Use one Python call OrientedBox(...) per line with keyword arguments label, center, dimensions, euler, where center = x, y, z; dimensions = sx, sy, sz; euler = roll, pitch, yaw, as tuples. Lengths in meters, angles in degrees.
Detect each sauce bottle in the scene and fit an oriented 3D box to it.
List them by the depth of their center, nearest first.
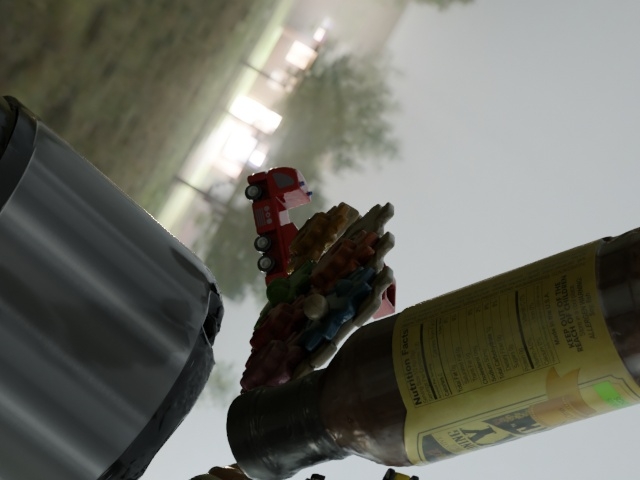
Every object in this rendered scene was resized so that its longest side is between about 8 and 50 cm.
OrientedBox(label="sauce bottle", center=(0.090, 0.091, 1.016), dimensions=(0.344, 0.111, 0.111), euler=(-21, -154, 31))

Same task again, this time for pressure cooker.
OrientedBox(label="pressure cooker", center=(-0.352, 0.049, 1.469), dimensions=(0.370, 0.420, 0.375), euler=(-26, -148, 36))

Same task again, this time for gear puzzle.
OrientedBox(label="gear puzzle", center=(-0.008, 0.031, 1.325), dimensions=(0.175, 0.044, 0.339), euler=(-46, -168, 17))

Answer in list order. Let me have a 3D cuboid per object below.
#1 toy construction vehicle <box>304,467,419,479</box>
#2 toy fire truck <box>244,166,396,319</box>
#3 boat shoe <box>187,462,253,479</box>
OrientedBox(label="toy construction vehicle", center=(0.019, 0.208, 1.073), dimensions=(0.035, 0.086, 0.098), euler=(161, -56, -71))
OrientedBox(label="toy fire truck", center=(0.000, 0.000, 1.580), dimensions=(0.047, 0.135, 0.192), euler=(50, 26, -62))
OrientedBox(label="boat shoe", center=(-0.028, 0.388, 1.861), dimensions=(0.120, 0.324, 0.122), euler=(-29, 153, -46))
